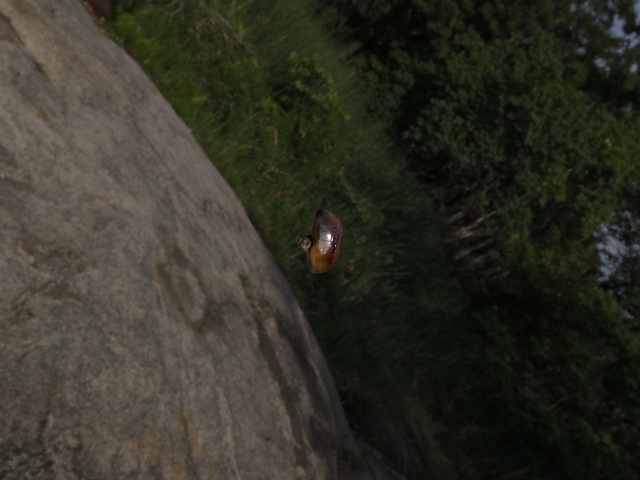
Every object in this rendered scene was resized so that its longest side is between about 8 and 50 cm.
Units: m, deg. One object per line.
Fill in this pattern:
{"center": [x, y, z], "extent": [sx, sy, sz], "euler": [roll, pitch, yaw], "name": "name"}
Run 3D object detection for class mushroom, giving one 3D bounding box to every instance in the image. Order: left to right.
{"center": [0.000, 0.000, 1.177], "extent": [0.127, 0.087, 0.127], "euler": [11, 90, -85], "name": "mushroom"}
